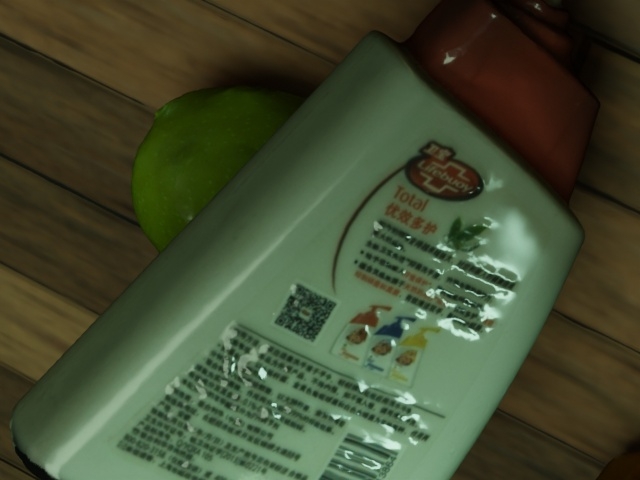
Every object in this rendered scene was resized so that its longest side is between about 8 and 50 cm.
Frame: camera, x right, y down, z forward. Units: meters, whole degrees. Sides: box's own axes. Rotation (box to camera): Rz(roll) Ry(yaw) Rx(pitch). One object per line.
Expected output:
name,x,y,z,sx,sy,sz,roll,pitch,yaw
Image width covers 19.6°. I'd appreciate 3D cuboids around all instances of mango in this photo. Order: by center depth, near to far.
mango,0.000,0.000,0.739,0.165,0.074,0.091,30,120,0

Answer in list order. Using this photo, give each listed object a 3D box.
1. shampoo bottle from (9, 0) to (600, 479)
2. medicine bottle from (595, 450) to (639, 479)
shampoo bottle,0.025,-0.013,0.663,0.153,0.071,0.284,28,102,-21
medicine bottle,0.192,0.196,0.740,0.149,0.112,0.222,-6,118,32
